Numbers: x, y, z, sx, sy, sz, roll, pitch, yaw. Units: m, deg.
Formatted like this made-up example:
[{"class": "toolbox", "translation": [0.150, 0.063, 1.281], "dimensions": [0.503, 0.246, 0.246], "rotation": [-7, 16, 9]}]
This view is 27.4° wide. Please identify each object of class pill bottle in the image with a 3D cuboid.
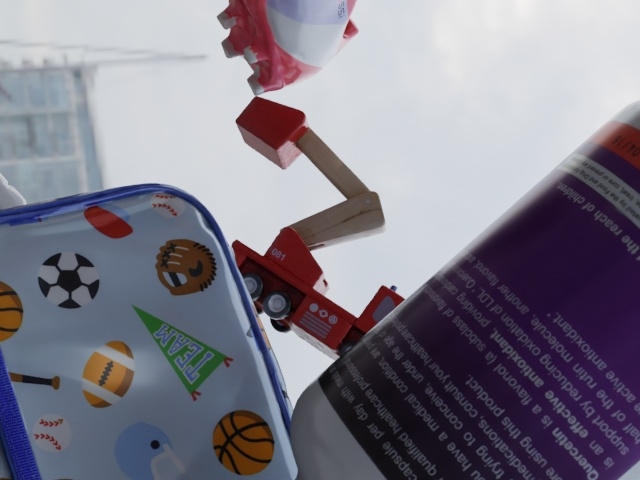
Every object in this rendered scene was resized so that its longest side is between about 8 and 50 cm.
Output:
[{"class": "pill bottle", "translation": [0.112, 0.089, 0.676], "dimensions": [0.181, 0.323, 0.181], "rotation": [49, 1, -1]}]

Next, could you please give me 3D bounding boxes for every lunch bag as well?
[{"class": "lunch bag", "translation": [-0.139, 0.126, 0.784], "dimensions": [0.115, 0.243, 0.303], "rotation": [-45, -118, 57]}]

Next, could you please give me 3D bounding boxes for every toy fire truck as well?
[{"class": "toy fire truck", "translation": [0.000, 0.000, 0.915], "dimensions": [0.192, 0.135, 0.047], "rotation": [32, -11, 14]}]

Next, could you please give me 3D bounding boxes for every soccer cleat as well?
[{"class": "soccer cleat", "translation": [-0.016, -0.180, 0.802], "dimensions": [0.083, 0.095, 0.248], "rotation": [52, -17, 21]}]

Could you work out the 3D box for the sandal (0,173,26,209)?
[{"class": "sandal", "translation": [-0.264, 0.087, 1.204], "dimensions": [0.416, 0.102, 0.169], "rotation": [56, -28, -1]}]
